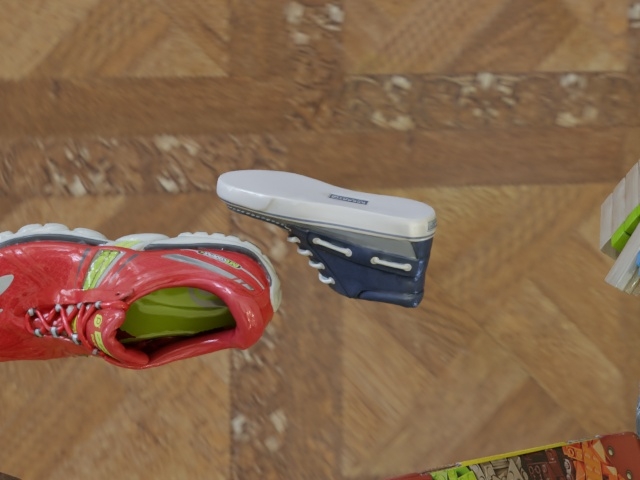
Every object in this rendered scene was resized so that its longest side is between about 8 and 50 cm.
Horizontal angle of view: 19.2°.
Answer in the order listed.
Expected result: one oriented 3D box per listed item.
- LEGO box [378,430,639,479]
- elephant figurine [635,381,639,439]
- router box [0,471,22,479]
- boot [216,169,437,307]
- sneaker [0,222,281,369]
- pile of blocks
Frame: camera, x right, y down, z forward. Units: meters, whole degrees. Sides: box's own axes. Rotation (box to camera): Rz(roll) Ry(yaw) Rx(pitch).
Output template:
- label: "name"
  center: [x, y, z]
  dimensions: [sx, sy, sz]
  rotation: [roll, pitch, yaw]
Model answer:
- label: "LEGO box"
  center: [0.004, 0.338, 1.540]
  dimensions: [0.372, 0.500, 0.193]
  rotation: [-2, 69, -52]
- label: "elephant figurine"
  center: [0.414, 0.174, 1.718]
  dimensions: [0.239, 0.169, 0.186]
  rotation: [0, 121, 16]
- label: "router box"
  center: [-0.245, 0.254, 1.271]
  dimensions: [0.081, 0.309, 0.243]
  rotation: [-38, 66, 6]
- label: "boot"
  center: [0.000, 0.000, 1.575]
  dimensions: [0.190, 0.069, 0.086]
  rotation: [13, 113, 16]
- label: "sneaker"
  center: [-0.170, 0.050, 1.444]
  dimensions: [0.279, 0.118, 0.107]
  rotation: [-7, 113, 4]
- label: "pile of blocks"
  center: [0.349, 0.010, 1.684]
  dimensions: [0.113, 0.362, 0.149]
  rotation: [30, 97, -10]
